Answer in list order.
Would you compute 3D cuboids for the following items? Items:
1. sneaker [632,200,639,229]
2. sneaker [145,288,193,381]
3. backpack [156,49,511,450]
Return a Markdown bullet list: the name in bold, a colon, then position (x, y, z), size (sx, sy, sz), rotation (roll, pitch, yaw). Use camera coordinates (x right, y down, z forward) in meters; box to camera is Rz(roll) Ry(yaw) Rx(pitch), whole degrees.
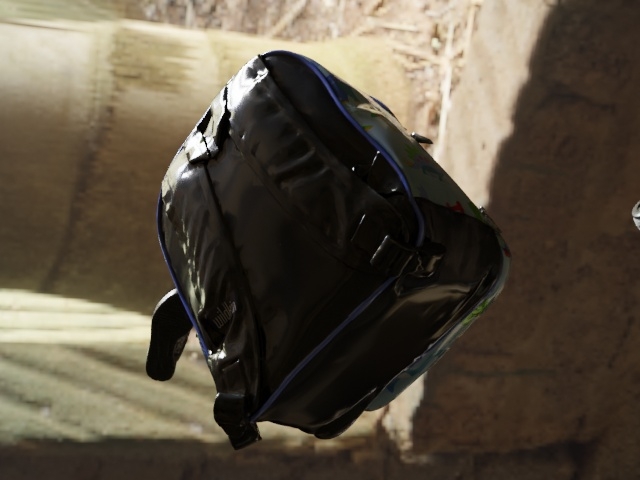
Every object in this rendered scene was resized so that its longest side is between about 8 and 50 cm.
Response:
- **sneaker**: position (0.555, -0.045, 1.518), size (0.100, 0.271, 0.108), rotation (-89, -23, -75)
- **sneaker**: position (-0.185, 0.106, 1.416), size (0.089, 0.051, 0.170), rotation (-83, 12, -56)
- **backpack**: position (0.000, 0.000, 0.398), size (0.105, 0.084, 0.114), rotation (-48, 51, 20)
